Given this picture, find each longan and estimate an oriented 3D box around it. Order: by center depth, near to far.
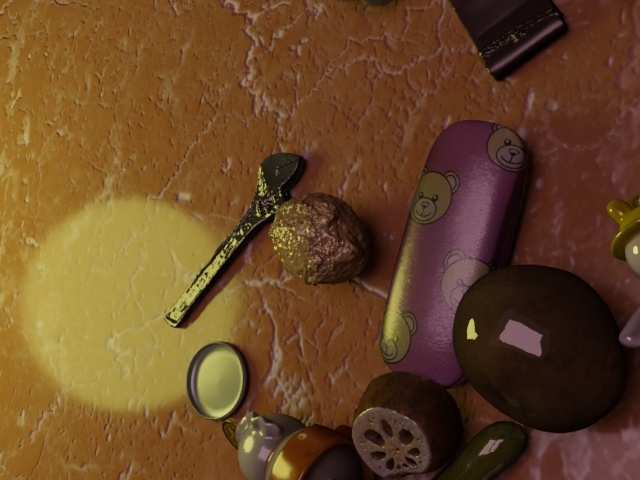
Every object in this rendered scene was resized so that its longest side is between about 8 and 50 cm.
[{"bbox_3d":[0.227,0.111,0.997,0.167,0.167,0.187,-42,64,22],"label":"longan"}]

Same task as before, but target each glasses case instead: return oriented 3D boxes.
[{"bbox_3d":[0.155,0.015,1.120,0.123,0.076,0.316,15,90,35],"label":"glasses case"}]

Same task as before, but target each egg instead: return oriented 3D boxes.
[{"bbox_3d":[0.000,0.000,1.209,0.140,0.118,0.116,23,77,28],"label":"egg"}]

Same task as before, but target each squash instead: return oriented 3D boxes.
[{"bbox_3d":[0.162,0.269,1.083,0.183,0.052,0.052,-50,57,20],"label":"squash"}]

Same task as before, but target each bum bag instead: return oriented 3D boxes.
[{"bbox_3d":[0.220,-0.283,1.166,0.109,0.026,0.159,-38,61,25],"label":"bum bag"}]

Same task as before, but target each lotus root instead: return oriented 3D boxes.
[{"bbox_3d":[0.094,0.210,1.094,0.122,0.081,0.112,-18,99,39],"label":"lotus root"}]

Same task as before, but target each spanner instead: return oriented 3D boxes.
[{"bbox_3d":[-0.125,0.004,1.354,0.325,0.026,0.093,-49,56,18],"label":"spanner"}]

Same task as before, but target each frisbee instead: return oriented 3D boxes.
[{"bbox_3d":[-0.144,0.195,1.335,0.110,0.014,0.110,-8,77,35],"label":"frisbee"}]

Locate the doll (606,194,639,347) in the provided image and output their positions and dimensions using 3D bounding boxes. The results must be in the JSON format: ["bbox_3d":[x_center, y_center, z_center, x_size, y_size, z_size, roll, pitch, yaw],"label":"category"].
[{"bbox_3d":[0.360,0.053,0.954,0.135,0.099,0.241,-30,62,27],"label":"doll"}]

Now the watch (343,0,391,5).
[{"bbox_3d":[0.065,-0.467,1.243,0.253,0.162,0.241,-38,54,23],"label":"watch"}]

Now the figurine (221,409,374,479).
[{"bbox_3d":[-0.034,0.282,1.169,0.271,0.143,0.143,5,83,35],"label":"figurine"}]
